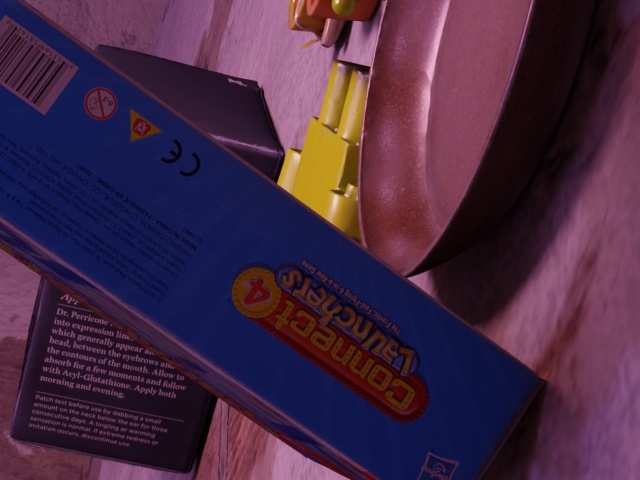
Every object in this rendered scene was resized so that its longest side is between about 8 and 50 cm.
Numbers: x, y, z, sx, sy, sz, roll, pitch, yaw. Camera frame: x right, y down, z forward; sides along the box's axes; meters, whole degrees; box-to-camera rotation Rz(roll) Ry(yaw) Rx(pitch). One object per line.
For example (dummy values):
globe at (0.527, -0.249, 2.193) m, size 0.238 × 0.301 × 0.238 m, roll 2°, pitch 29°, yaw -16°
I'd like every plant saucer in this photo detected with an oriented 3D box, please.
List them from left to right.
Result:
plant saucer at (0.089, -0.124, 0.803) m, size 0.310 × 0.050 × 0.311 m, roll -167°, pitch 90°, yaw -78°

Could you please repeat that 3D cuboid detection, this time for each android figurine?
android figurine at (0.000, 0.000, 1.079) m, size 0.248 × 0.056 × 0.273 m, roll -125°, pitch 50°, yaw -74°

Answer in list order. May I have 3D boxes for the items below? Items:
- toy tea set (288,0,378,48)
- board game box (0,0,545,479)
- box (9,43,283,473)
toy tea set at (-0.001, -0.274, 1.182) m, size 0.336 × 0.124 × 0.200 m, roll -165°, pitch 87°, yaw -78°
board game box at (-0.073, 0.016, 0.770) m, size 0.086 × 0.308 × 0.302 m, roll -56°, pitch 8°, yaw -10°
box at (-0.204, 0.014, 1.626) m, size 0.293 × 0.212 × 0.395 m, roll -109°, pitch 34°, yaw -69°
